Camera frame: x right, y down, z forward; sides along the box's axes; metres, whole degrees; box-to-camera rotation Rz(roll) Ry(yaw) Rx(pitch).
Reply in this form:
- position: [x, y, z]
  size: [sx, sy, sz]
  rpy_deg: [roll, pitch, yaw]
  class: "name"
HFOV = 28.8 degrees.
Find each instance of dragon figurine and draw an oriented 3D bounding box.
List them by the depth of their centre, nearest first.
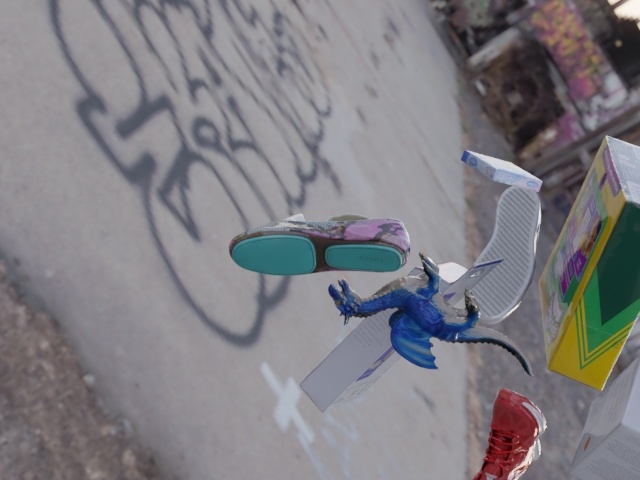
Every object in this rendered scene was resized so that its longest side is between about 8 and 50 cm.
- position: [0.143, 0.117, 1.696]
  size: [0.289, 0.144, 0.085]
  rpy_deg: [39, 12, -12]
  class: "dragon figurine"

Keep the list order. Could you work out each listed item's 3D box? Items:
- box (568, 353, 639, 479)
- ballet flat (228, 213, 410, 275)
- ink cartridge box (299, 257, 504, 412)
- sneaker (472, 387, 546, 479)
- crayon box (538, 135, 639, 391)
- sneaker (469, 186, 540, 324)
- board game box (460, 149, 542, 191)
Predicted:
- position: [0.427, 0.254, 1.693]
  size: [0.091, 0.170, 0.130]
  rpy_deg: [27, 54, 2]
  class: "box"
- position: [0.000, 0.000, 1.537]
  size: [0.079, 0.221, 0.077]
  rpy_deg: [-86, 174, -48]
  class: "ballet flat"
- position: [0.123, 0.122, 1.885]
  size: [0.065, 0.332, 0.165]
  rpy_deg: [50, 18, 14]
  class: "ink cartridge box"
- position: [0.296, 0.339, 1.993]
  size: [0.087, 0.128, 0.221]
  rpy_deg: [21, -29, 32]
  class: "sneaker"
- position: [0.476, 0.028, 2.089]
  size: [0.106, 0.313, 0.363]
  rpy_deg: [19, 22, 0]
  class: "crayon box"
- position: [0.330, 0.059, 2.192]
  size: [0.161, 0.102, 0.282]
  rpy_deg: [84, 27, -53]
  class: "sneaker"
- position: [0.269, -0.104, 1.853]
  size: [0.090, 0.020, 0.090]
  rpy_deg: [12, 17, -31]
  class: "board game box"
